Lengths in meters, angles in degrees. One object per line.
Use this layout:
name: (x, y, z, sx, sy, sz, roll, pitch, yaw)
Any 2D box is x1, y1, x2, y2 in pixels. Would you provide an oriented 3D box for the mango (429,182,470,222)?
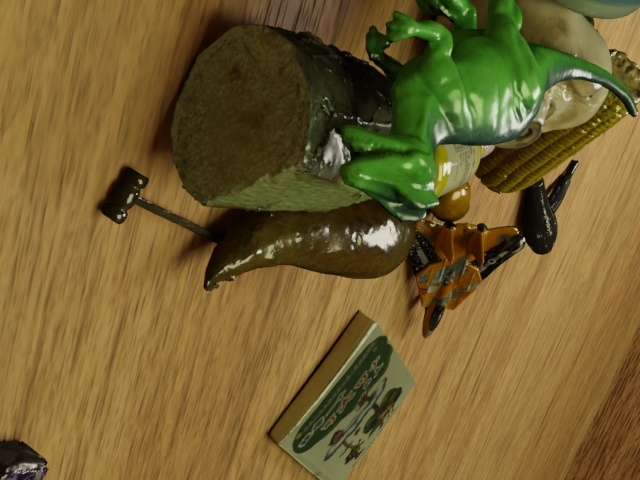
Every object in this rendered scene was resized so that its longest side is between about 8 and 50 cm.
mango: (0.213, -0.068, 1.904, 0.080, 0.060, 0.114, -54, 157, -1)

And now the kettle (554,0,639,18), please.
kettle: (0.401, -0.505, 1.452, 0.247, 0.319, 0.342, 6, 148, -27)

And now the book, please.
book: (0.051, 0.293, 2.033, 0.260, 0.043, 0.371, -53, 153, -10)

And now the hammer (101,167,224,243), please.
hammer: (-0.161, -0.019, 1.361, 0.058, 0.029, 0.292, -57, 155, 1)

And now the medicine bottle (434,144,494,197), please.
medicine bottle: (0.179, -0.133, 1.710, 0.212, 0.122, 0.121, -25, 139, -48)

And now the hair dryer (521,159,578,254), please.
hair dryer: (0.465, -0.101, 2.324, 0.219, 0.075, 0.195, -53, 146, -33)

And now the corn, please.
corn: (0.362, -0.184, 1.822, 0.131, 0.131, 0.344, -37, 177, -37)

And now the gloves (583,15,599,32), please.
gloves: (0.393, -0.302, 1.928, 0.268, 0.107, 0.135, -38, 178, -38)

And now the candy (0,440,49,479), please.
candy: (-0.410, 0.368, 1.298, 0.312, 0.061, 0.088, -61, 156, 6)

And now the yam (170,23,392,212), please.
yam: (-0.018, -0.130, 1.296, 0.271, 0.203, 0.201, 14, 66, -55)

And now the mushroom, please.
mushroom: (0.269, -0.226, 1.601, 0.254, 0.260, 0.234, 104, 5, -61)

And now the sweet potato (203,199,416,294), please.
sweet potato: (0.000, -0.005, 1.539, 0.423, 0.130, 0.130, -5, 122, -53)

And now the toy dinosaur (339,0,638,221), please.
toy dinosaur: (0.232, -0.131, 1.320, 0.500, 0.144, 0.374, 24, 53, -30)

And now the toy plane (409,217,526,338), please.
toy plane: (0.216, 0.066, 2.003, 0.316, 0.204, 0.103, 106, -12, -58)
